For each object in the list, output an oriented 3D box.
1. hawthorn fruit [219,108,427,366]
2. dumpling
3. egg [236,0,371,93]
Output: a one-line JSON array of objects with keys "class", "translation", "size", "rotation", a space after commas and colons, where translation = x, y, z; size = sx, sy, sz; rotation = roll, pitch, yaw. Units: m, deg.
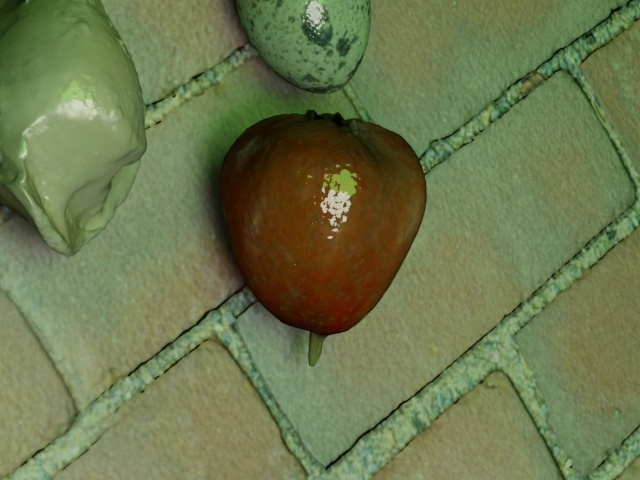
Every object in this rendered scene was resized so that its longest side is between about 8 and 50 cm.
[{"class": "hawthorn fruit", "translation": [0.000, 0.000, 1.612], "size": [0.199, 0.199, 0.251], "rotation": [-1, 98, -33]}, {"class": "dumpling", "translation": [-0.216, -0.116, 1.511], "size": [0.243, 0.175, 0.227], "rotation": [-56, 142, -13]}, {"class": "egg", "translation": [-0.014, -0.229, 1.664], "size": [0.132, 0.132, 0.172], "rotation": [-24, 103, -34]}]
